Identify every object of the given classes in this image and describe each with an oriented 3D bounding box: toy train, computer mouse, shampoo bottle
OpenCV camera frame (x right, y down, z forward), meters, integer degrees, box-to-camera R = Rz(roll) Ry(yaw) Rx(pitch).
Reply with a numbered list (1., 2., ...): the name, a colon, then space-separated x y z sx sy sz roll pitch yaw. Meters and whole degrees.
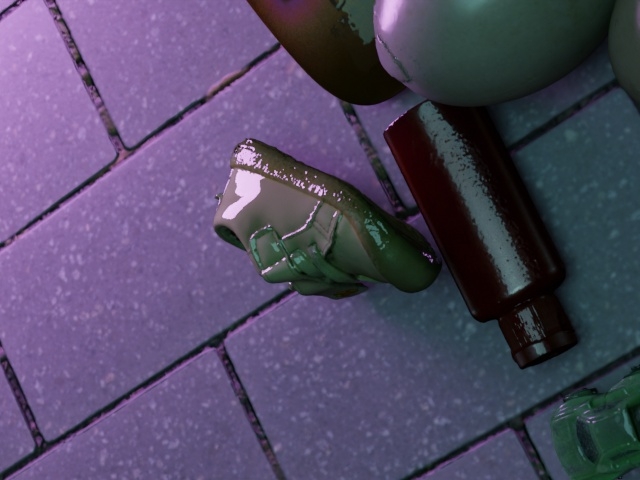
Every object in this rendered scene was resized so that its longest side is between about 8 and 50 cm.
1. toy train: 0.271 0.162 1.500 0.149 0.081 0.099 -23 79 26
2. computer mouse: 0.000 -0.274 1.659 0.158 0.072 0.310 -42 70 19
3. shampoo bottle: 0.154 -0.009 1.575 0.102 0.064 0.260 -30 76 22

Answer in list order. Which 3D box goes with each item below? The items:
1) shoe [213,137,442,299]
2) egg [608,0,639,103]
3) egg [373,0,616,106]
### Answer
1. shoe: 0.004 -0.006 1.616 0.262 0.140 0.128 34 105 38
2. egg: 0.351 -0.197 1.400 0.254 0.188 0.188 -31 75 30
3. egg: 0.163 -0.221 1.501 0.253 0.186 0.186 -33 74 10
